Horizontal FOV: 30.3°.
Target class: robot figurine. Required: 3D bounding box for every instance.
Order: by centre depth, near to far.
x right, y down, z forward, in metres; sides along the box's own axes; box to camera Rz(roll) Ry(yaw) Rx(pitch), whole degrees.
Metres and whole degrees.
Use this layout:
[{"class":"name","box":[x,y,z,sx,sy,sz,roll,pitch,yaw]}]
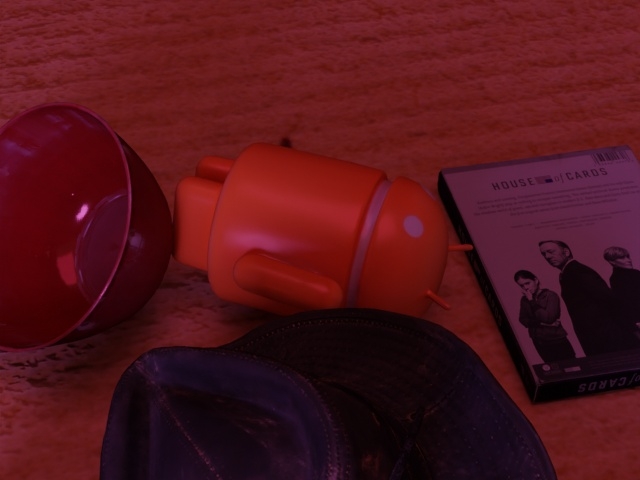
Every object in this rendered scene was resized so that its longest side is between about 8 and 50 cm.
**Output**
[{"class":"robot figurine","box":[0.001,-0.001,0.886,0.219,0.158,0.128,15,80,11]}]

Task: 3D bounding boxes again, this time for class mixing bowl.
[{"class":"mixing bowl","box":[-0.176,-0.001,0.868,0.181,0.181,0.098,46,14,34]}]

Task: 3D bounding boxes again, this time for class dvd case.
[{"class":"dvd case","box":[0.214,0.017,0.952,0.179,0.029,0.239,-7,46,-11]}]

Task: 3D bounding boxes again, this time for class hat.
[{"class":"hat","box":[-0.045,0.136,0.638,0.331,0.134,0.331,-22,42,22]}]
